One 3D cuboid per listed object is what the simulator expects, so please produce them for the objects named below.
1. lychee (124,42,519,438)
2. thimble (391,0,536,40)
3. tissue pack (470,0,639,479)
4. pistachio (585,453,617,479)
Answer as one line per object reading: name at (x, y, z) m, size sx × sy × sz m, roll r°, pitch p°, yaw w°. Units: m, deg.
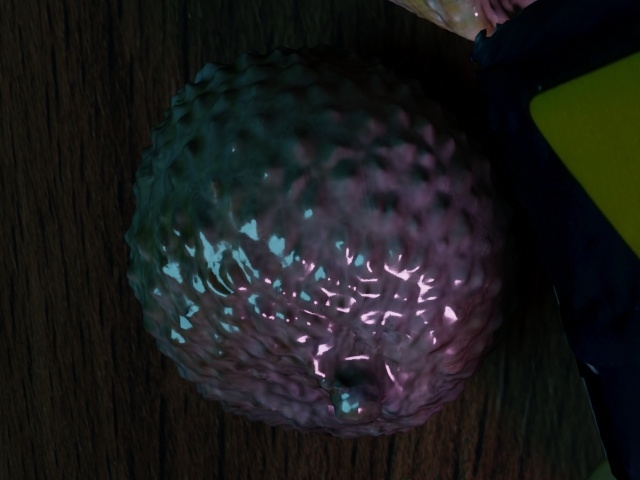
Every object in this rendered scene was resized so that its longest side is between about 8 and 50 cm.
lychee at (0.000, 0.000, 0.958) m, size 0.274 × 0.255 × 0.255 m, roll -99°, pitch 15°, yaw -44°
thimble at (0.073, -0.211, 0.789) m, size 0.143 × 0.137 × 0.190 m, roll 39°, pitch 133°, yaw 36°
tissue pack at (0.284, -0.035, 0.485) m, size 0.416 × 0.253 × 0.264 m, roll -19°, pitch 94°, yaw 57°
pistachio at (0.211, 0.208, 0.838) m, size 0.260 × 0.163 × 0.212 m, roll 104°, pitch 166°, yaw -47°
